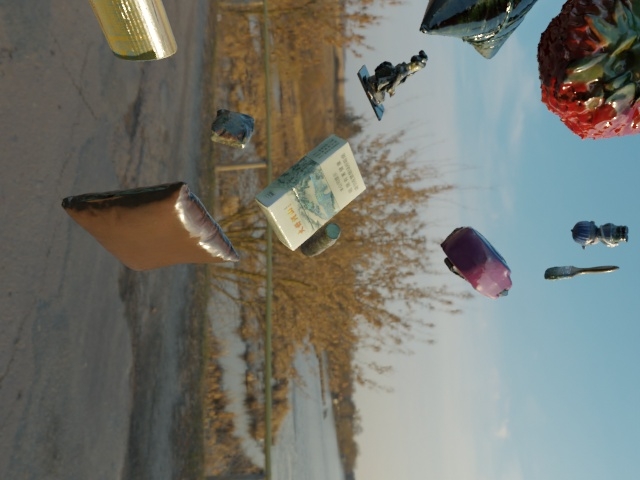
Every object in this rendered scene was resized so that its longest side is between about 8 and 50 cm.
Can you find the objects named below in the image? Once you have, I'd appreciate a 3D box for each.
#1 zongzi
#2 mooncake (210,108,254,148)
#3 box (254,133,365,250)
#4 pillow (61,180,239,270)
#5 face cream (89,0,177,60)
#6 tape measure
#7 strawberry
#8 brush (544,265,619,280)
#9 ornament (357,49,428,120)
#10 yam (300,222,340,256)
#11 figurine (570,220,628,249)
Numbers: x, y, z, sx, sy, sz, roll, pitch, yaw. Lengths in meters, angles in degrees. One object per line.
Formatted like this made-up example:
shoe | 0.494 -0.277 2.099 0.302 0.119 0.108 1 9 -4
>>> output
zongzi | 0.322 -0.524 1.270 0.319 0.362 0.383 59 -7 -14
mooncake | -0.267 -0.341 1.772 0.073 0.125 0.129 104 -7 -47
box | -0.020 -0.119 1.439 0.069 0.256 0.164 37 -18 42
pillow | -0.377 -0.024 1.350 0.305 0.308 0.108 61 28 -53
face cream | -0.381 -0.477 1.120 0.285 0.140 0.067 82 7 -56
tape measure | 0.254 0.037 0.943 0.125 0.074 0.118 42 13 -18
strawberry | 0.548 -0.310 1.094 0.351 0.312 0.267 10 95 -86
brush | 0.733 0.087 1.640 0.070 0.197 0.021 -39 116 -52
ornament | 0.228 -0.467 1.689 0.153 0.196 0.166 61 22 -18
yam | 0.000 0.000 1.603 0.274 0.061 0.061 145 -59 -71
figurine | 0.826 -0.016 1.730 0.087 0.149 0.086 14 80 -49
